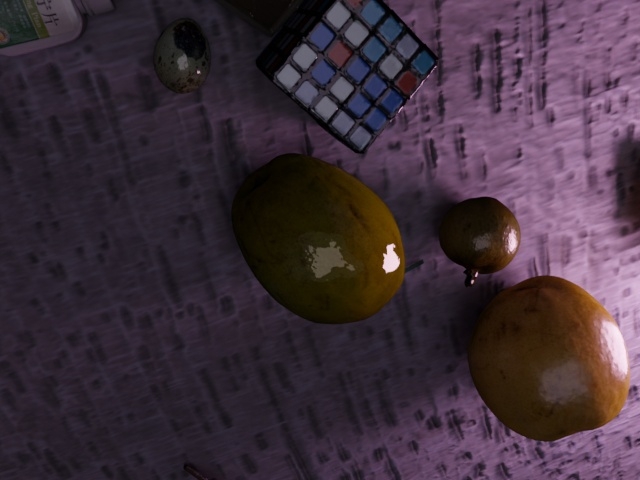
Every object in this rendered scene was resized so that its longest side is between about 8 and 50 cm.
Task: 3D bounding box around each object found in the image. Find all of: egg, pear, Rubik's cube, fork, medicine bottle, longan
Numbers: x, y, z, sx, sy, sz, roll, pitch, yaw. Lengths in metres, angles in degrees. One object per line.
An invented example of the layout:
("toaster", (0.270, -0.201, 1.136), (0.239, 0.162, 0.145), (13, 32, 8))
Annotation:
("egg", (-0.207, -0.279, 0.854), (0.085, 0.085, 0.110), (14, 102, -19))
("pear", (0.000, 0.000, 0.944), (0.253, 0.253, 0.307), (-41, 109, 6))
("Rubik's cube", (0.031, -0.270, 0.863), (0.182, 0.187, 0.184), (37, 98, -24))
("pear", (0.445, 0.234, 1.126), (0.314, 0.314, 0.314), (-5, 114, -12))
("fork", (0.102, 0.096, 1.134), (0.235, 0.021, 0.039), (-29, 121, -2))
("medicine bottle", (-0.389, -0.335, 0.794), (0.183, 0.069, 0.119), (-17, 114, -8))
("longan", (0.297, 0.003, 1.066), (0.155, 0.145, 0.176), (17, 83, -5))

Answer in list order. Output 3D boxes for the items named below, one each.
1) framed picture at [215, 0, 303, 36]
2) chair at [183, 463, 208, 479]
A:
("framed picture", (-0.047, -0.445, 0.758), (0.315, 0.024, 0.232), (-44, 145, 22))
("chair", (-0.202, 0.641, 1.213), (0.326, 0.175, 0.183), (35, 92, -18))
